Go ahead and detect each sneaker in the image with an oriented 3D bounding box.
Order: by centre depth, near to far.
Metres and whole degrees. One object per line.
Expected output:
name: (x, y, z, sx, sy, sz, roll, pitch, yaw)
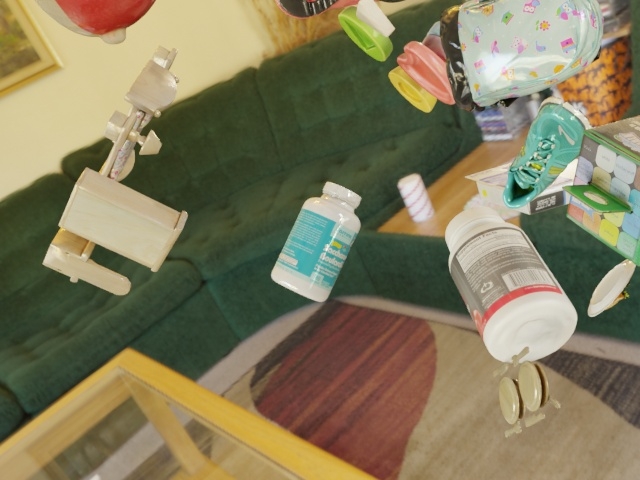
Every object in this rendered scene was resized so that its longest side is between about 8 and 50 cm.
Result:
sneaker: (0.392, -0.142, 1.128, 0.107, 0.275, 0.110, 38, 70, 19)
sneaker: (0.058, -0.507, 1.220, 0.314, 0.115, 0.136, -13, 25, -7)

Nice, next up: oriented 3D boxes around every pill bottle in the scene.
pill bottle: (0.364, 0.074, 1.289, 0.176, 0.176, 0.318, -23, 40, 7)
pill bottle: (0.000, 0.000, 1.498, 0.146, 0.146, 0.264, 23, 88, 61)

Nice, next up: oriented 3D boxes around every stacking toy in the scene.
stacking toy: (0.188, -0.398, 1.254, 0.130, 0.279, 0.309, -47, 12, 1)

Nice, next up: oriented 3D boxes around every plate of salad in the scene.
plate of salad: (0.811, 0.133, 1.761, 0.199, 0.048, 0.200, -54, -8, -11)

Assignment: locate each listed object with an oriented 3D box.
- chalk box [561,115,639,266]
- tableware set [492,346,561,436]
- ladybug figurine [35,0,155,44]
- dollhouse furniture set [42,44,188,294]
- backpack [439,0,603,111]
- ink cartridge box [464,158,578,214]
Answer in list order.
chalk box: (0.398, -0.065, 0.776, 0.213, 0.132, 0.132, -16, 38, -15)
tableware set: (0.370, 0.275, 1.149, 0.039, 0.194, 0.128, -2, 64, -6)
ladybug figurine: (-0.331, -0.513, 0.914, 0.162, 0.449, 0.305, 8, 33, 27)
dollhouse furniture set: (-0.310, -0.122, 1.149, 0.303, 0.174, 0.355, -50, 20, 37)
backpack: (0.243, -0.236, 0.771, 0.182, 0.151, 0.115, -6, 17, 36)
ink cartridge box: (0.613, -0.164, 1.781, 0.304, 0.072, 0.307, -17, 17, -14)
